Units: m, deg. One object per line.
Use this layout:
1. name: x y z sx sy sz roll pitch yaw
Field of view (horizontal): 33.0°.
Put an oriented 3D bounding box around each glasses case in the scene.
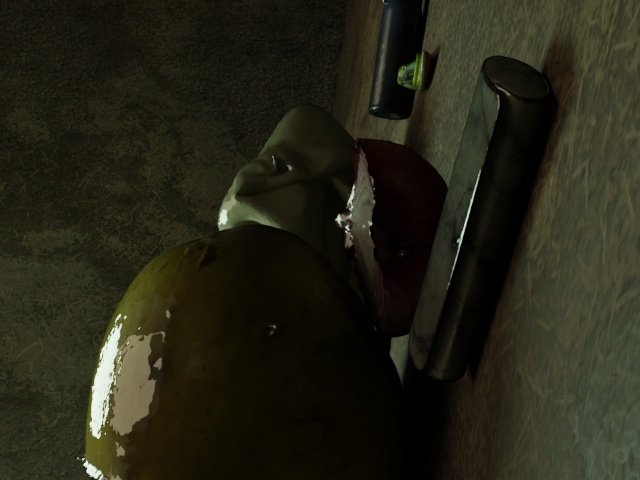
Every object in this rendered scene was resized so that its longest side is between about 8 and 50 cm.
1. glasses case: 0.144 -0.017 1.018 0.114 0.060 0.299 -88 8 -62

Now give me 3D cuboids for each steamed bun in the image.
1. steamed bun: 0.000 0.000 1.730 0.367 0.255 0.342 -51 -29 -35

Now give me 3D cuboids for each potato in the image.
1. potato: -0.070 0.142 1.298 0.442 0.386 0.319 6 -88 -85

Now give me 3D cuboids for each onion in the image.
1. onion: 0.091 -0.016 1.270 0.283 0.120 0.227 -129 35 -75

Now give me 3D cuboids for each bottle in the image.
1. bottle: 0.131 -0.335 1.880 0.072 0.082 0.244 112 168 -83

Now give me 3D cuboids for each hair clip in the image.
1. hair clip: 0.154 -0.268 1.736 0.188 0.033 0.060 -139 57 -83
